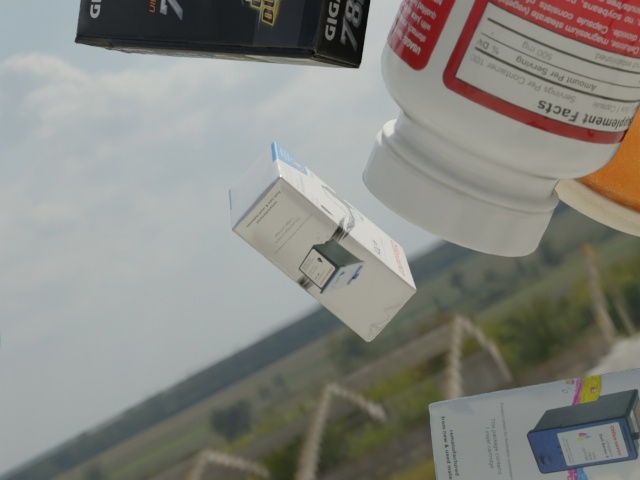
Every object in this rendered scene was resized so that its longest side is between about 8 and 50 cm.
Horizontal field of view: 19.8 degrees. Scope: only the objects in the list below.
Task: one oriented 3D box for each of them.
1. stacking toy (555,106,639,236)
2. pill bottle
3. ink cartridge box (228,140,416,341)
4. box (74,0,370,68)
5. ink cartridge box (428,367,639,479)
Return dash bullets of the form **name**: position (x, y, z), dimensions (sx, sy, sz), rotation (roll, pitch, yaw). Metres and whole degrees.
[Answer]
- **stacking toy**: position (0.395, -0.260, 1.796), dimensions (0.350, 0.350, 0.480), rotation (-25, -23, -43)
- **pill bottle**: position (0.191, -0.202, 1.585), dimensions (0.229, 0.229, 0.408), rotation (-22, -42, -64)
- **ink cartridge box**: position (0.000, 0.000, 1.907), dimensions (0.082, 0.190, 0.139), rotation (-49, 16, 12)
- **box**: position (-0.074, -0.301, 1.568), dimensions (0.293, 0.296, 0.073), rotation (9, 1, 39)
- **ink cartridge box**: position (0.203, 0.159, 1.375), dimensions (0.212, 0.093, 0.154), rotation (-10, -16, 15)
